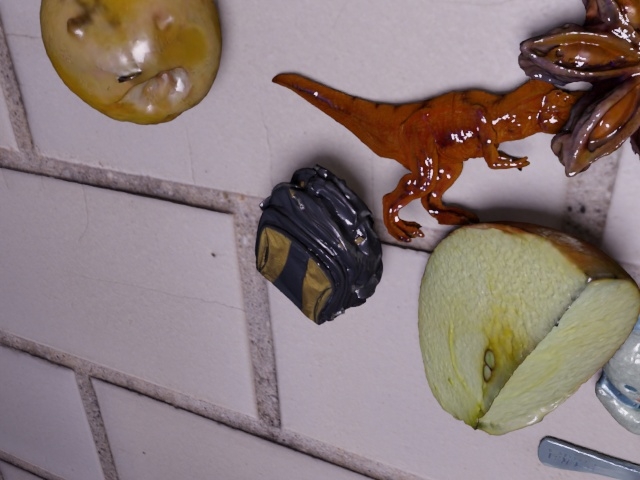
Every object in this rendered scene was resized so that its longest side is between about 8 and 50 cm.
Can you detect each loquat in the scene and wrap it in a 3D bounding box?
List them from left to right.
[{"bbox_3d":[-0.245,-0.274,0.773,0.243,0.244,0.244,13,121,22],"label":"loquat"}]

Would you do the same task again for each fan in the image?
[{"bbox_3d":[0.463,0.342,0.847,0.281,0.023,0.057,9,118,25],"label":"fan"}]

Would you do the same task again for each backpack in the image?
[{"bbox_3d":[0.000,0.000,0.815,0.206,0.133,0.258,37,157,11],"label":"backpack"}]

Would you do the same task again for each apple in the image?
[{"bbox_3d":[0.245,0.103,0.729,0.254,0.179,0.346,20,135,7],"label":"apple"}]

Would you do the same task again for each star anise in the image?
[{"bbox_3d":[0.307,-0.166,0.602,0.214,0.099,0.220,21,103,10],"label":"star anise"}]

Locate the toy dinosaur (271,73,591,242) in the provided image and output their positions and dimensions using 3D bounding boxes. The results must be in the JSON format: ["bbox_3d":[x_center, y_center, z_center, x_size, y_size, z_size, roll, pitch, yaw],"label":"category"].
[{"bbox_3d":[0.118,-0.108,0.739,0.431,0.097,0.208,5,103,21],"label":"toy dinosaur"}]

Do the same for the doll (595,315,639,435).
[{"bbox_3d":[0.415,0.154,0.739,0.103,0.071,0.214,24,124,27],"label":"doll"}]
